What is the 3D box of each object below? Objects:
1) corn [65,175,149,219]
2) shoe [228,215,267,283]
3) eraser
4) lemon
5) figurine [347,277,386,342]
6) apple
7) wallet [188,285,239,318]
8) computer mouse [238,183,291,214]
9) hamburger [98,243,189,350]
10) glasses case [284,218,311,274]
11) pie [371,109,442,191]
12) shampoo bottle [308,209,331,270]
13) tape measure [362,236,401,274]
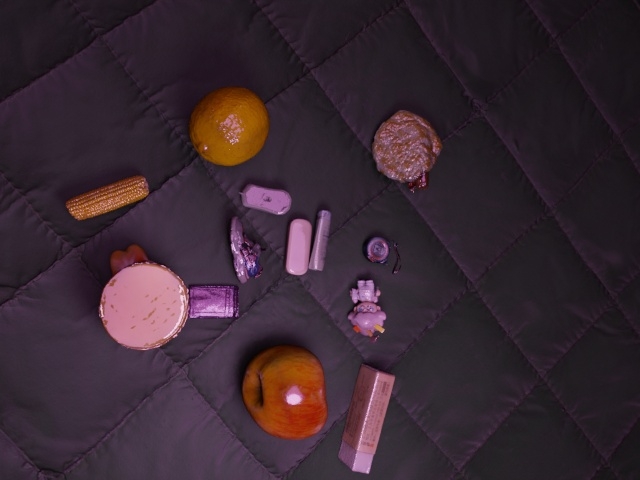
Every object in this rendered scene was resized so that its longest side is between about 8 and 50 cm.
[{"bbox_3d":[-0.660,-0.133,1.722,0.249,0.081,0.081,-24,95,-19],"label":"corn"},{"bbox_3d":[-0.239,0.027,1.837,0.126,0.099,0.227,-9,95,-10],"label":"shoe"},{"bbox_3d":[0.158,0.614,1.916,0.078,0.144,0.342,18,82,-18],"label":"eraser"},{"bbox_3d":[-0.290,-0.366,1.768,0.268,0.267,0.266,1,87,-18],"label":"lemon"},{"bbox_3d":[0.164,0.249,1.959,0.138,0.112,0.228,-4,81,9],"label":"figurine"},{"bbox_3d":[-0.119,0.483,1.764,0.302,0.301,0.301,1,87,-18],"label":"apple"},{"bbox_3d":[-0.354,0.205,1.829,0.166,0.030,0.111,2,87,-17],"label":"wallet"},{"bbox_3d":[-0.192,-0.140,1.888,0.182,0.056,0.089,12,82,-9],"label":"computer mouse"},{"bbox_3d":[-0.550,0.170,1.686,0.261,0.186,0.302,-32,107,-16],"label":"hamburger"},{"bbox_3d":[-0.079,0.022,1.918,0.083,0.050,0.196,8,84,-15],"label":"glasses case"},{"bbox_3d":[0.319,-0.339,2.043,0.257,0.105,0.274,23,80,-6],"label":"pie"},{"bbox_3d":[0.000,0.000,1.942,0.072,0.049,0.212,23,74,-57],"label":"shampoo bottle"},{"bbox_3d":[0.223,0.045,1.958,0.107,0.180,0.104,16,99,-18],"label":"tape measure"}]
